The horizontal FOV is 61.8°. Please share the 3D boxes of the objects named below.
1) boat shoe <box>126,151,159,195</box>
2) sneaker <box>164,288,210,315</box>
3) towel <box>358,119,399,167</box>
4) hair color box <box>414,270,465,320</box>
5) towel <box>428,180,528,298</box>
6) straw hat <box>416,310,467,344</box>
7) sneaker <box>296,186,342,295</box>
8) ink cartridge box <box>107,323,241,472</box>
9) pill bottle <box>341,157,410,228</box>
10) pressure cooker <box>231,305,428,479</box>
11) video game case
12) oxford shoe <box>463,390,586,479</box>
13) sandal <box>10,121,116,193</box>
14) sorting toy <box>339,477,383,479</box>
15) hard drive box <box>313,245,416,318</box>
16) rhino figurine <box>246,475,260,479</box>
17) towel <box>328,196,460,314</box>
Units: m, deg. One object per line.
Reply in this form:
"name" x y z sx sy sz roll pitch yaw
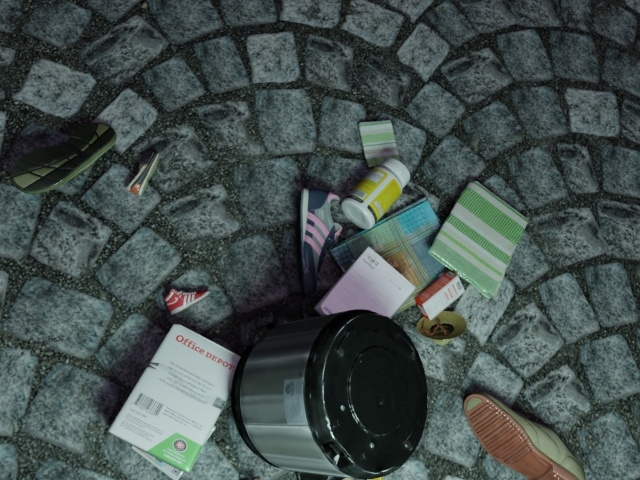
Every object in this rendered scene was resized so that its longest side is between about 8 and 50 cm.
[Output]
"boat shoe" -0.496 -0.193 1.503 0.043 0.049 0.137 23 76 -3
"sneaker" -0.362 0.147 1.442 0.118 0.042 0.067 -28 86 -16
"towel" 0.186 -0.306 1.701 0.113 0.023 0.152 -8 79 -12
"hair color box" 0.352 0.162 1.573 0.141 0.043 0.072 -36 119 -11
"towel" 0.495 -0.014 1.655 0.248 0.038 0.325 36 63 -4
"straw hat" 0.354 0.269 1.556 0.144 0.144 0.061 -19 118 -17
"sneaker" 0.000 0.000 1.526 0.131 0.112 0.319 3 76 -9
"ink cartridge box" -0.346 0.386 1.320 0.211 0.121 0.289 30 62 -4
"pill bottle" 0.169 -0.144 1.599 0.119 0.119 0.208 43 71 1
"pressure cooker" -0.006 0.360 1.284 0.375 0.420 0.370 46 50 -22
"video game case" -0.371 0.499 1.358 0.143 0.019 0.157 37 71 0
"oxford shoe" 0.576 0.566 1.516 0.397 0.140 0.146 45 40 7
"sandal" -0.681 -0.212 1.452 0.120 0.086 0.303 43 56 7
"sorting toy" 0.056 0.696 1.385 0.274 0.046 0.132 -26 82 -17
"hard drive box" 0.121 0.163 1.490 0.181 0.089 0.232 42 82 6
"rhino figurine" -0.241 0.683 1.309 0.243 0.073 0.106 -22 78 -16
"towel" 0.242 0.058 1.604 0.370 0.040 0.271 -27 82 -18
